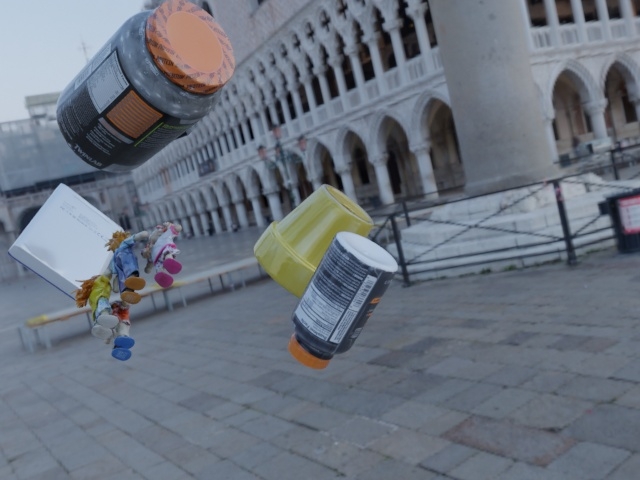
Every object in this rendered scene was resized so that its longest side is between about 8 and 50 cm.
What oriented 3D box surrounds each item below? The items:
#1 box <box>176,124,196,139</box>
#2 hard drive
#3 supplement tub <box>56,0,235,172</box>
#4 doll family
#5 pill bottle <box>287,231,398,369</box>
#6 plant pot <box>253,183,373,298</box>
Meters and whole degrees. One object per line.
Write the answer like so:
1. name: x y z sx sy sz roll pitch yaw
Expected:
1. box: -0.395 -0.339 1.565 0.093 0.156 0.158 -18 19 2
2. hard drive: -0.623 0.001 1.541 0.040 0.210 0.319 -40 24 19
3. supplement tub: -0.302 -0.260 1.059 0.315 0.194 0.193 -24 -3 39
4. doll family: -0.349 0.065 1.069 0.118 0.263 0.163 26 16 -34
5. pill bottle: 0.029 0.117 1.129 0.130 0.246 0.130 26 19 -9
6. plant pot: 0.000 0.000 1.549 0.239 0.254 0.254 -51 -6 15
